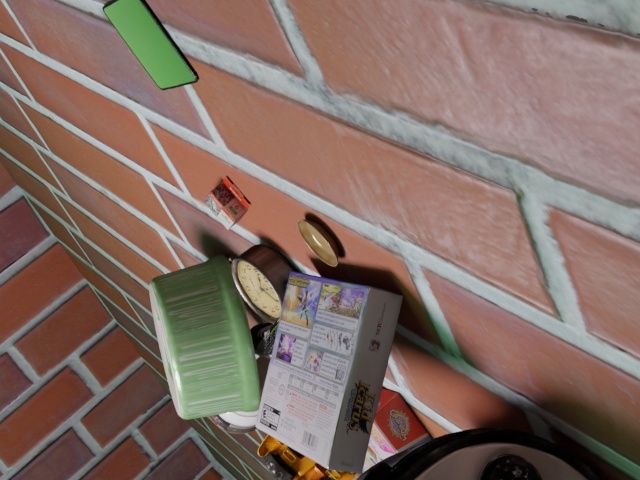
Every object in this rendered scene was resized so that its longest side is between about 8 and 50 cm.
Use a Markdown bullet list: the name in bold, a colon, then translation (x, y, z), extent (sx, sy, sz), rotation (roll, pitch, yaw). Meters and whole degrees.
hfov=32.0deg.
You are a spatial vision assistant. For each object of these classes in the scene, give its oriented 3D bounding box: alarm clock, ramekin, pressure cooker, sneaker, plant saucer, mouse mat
- **alarm clock**: translation (-0.074, 0.069, 1.813), extent (0.192, 0.064, 0.129), rotation (5, 125, 60)
- **ramekin**: translation (-0.221, 0.187, 2.087), extent (0.303, 0.148, 0.304), rotation (168, 90, -78)
- **pressure cooker**: translation (0.190, 0.421, 1.399), extent (0.375, 0.370, 0.420), rotation (51, 162, 7)
- **sneaker**: translation (-0.067, 0.144, 1.957), extent (0.228, 0.086, 0.132), rotation (9, 133, 50)
- **plant saucer**: translation (0.000, 0.000, 1.568), extent (0.083, 0.015, 0.083), rotation (44, 162, 19)
- **mouse mat**: translation (-0.245, -0.282, 1.592), extent (0.153, 0.007, 0.189), rotation (55, 163, -17)

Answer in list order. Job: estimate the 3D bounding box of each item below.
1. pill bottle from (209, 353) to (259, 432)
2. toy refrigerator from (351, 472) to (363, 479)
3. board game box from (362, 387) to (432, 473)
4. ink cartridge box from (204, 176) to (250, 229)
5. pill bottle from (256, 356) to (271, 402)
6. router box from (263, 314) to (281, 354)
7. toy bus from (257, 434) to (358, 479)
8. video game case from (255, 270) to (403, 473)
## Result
- **pill bottle**: translation (-0.168, 0.334, 2.456), extent (0.162, 0.162, 0.278), rotation (48, 163, 6)
- **toy refrigerator**: translation (0.056, 0.510, 2.121), extent (0.094, 0.102, 0.269), rotation (46, -156, 10)
- **board game box**: translation (0.110, 0.354, 1.970), extent (0.242, 0.064, 0.316), rotation (54, 163, -16)
- **ink cartridge box**: translation (-0.150, -0.059, 1.792), extent (0.063, 0.029, 0.115), rotation (50, 163, 0)
- **pill bottle**: translation (-0.061, 0.315, 2.221), extent (0.117, 0.117, 0.208), rotation (36, 158, 36)
- **router box**: translation (-0.029, 0.154, 1.800), extent (0.092, 0.038, 0.122), rotation (15, 148, -15)
- **toy bus**: translation (-0.014, 0.492, 2.474), extent (0.220, 0.149, 0.211), rotation (43, 175, 10)
- **video game case**: translation (0.007, 0.177, 1.579), extent (0.061, 0.244, 0.269), rotation (13, 178, -24)
